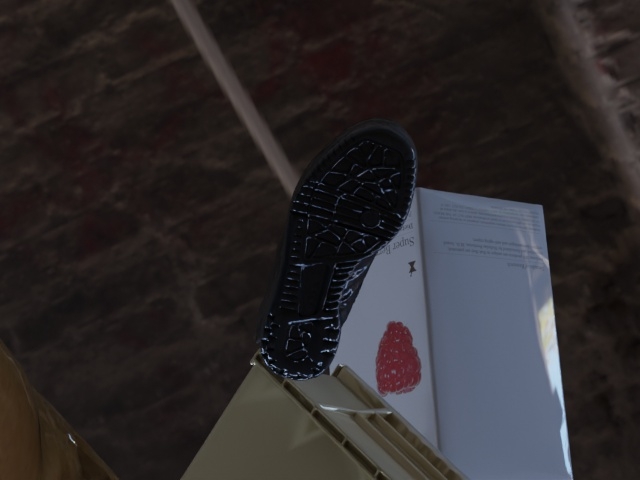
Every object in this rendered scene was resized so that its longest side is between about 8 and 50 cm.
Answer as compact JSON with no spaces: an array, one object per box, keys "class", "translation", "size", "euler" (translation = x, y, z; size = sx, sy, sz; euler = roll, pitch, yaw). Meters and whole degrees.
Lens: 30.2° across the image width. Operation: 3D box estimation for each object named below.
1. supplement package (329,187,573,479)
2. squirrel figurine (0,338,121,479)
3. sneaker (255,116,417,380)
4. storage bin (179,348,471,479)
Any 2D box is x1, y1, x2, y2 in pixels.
[{"class":"supplement package","translation":[0.125,0.115,1.223],"size":[0.175,0.293,0.177],"euler":[6,163,-34]},{"class":"squirrel figurine","translation":[-0.274,0.145,0.419],"size":[0.370,0.397,0.281],"euler":[-43,-145,-16]},{"class":"sneaker","translation":[0.003,0.001,0.579],"size":[0.089,0.051,0.170],"euler":[-80,-170,-59]},{"class":"storage bin","translation":[-0.006,0.261,0.873],"size":[0.260,0.123,0.262],"euler":[40,-80,39]}]
